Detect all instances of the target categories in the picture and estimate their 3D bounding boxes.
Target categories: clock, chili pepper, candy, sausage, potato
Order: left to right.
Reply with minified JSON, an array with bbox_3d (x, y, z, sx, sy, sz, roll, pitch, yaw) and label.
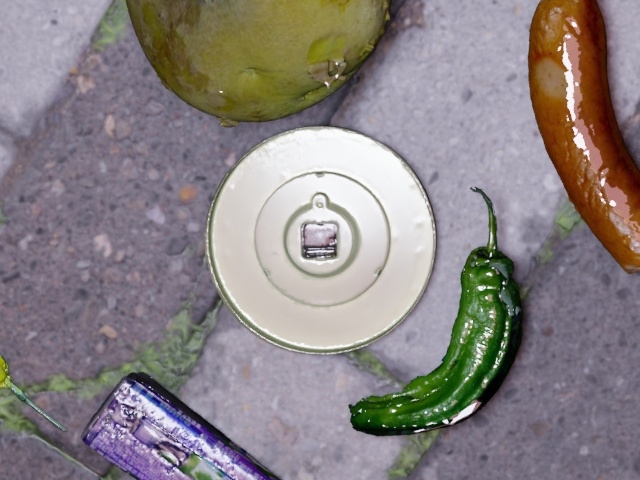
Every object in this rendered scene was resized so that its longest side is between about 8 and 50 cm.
[{"bbox_3d":[-0.309,0.159,2.028,0.123,0.035,0.035,42,101,-7],"label":"candy"},{"bbox_3d":[-0.095,0.256,1.997,0.312,0.061,0.088,38,96,1],"label":"candy"},{"bbox_3d":[-0.077,-0.295,1.862,0.270,0.219,0.359,-23,87,39],"label":"potato"},{"bbox_3d":[0.000,0.000,1.981,0.235,0.029,0.235,0,95,6],"label":"clock"},{"bbox_3d":[0.138,0.090,1.957,0.122,0.065,0.278,27,101,-4],"label":"chili pepper"},{"bbox_3d":[0.271,-0.100,1.924,0.103,0.076,0.302,-24,94,-1],"label":"sausage"}]
